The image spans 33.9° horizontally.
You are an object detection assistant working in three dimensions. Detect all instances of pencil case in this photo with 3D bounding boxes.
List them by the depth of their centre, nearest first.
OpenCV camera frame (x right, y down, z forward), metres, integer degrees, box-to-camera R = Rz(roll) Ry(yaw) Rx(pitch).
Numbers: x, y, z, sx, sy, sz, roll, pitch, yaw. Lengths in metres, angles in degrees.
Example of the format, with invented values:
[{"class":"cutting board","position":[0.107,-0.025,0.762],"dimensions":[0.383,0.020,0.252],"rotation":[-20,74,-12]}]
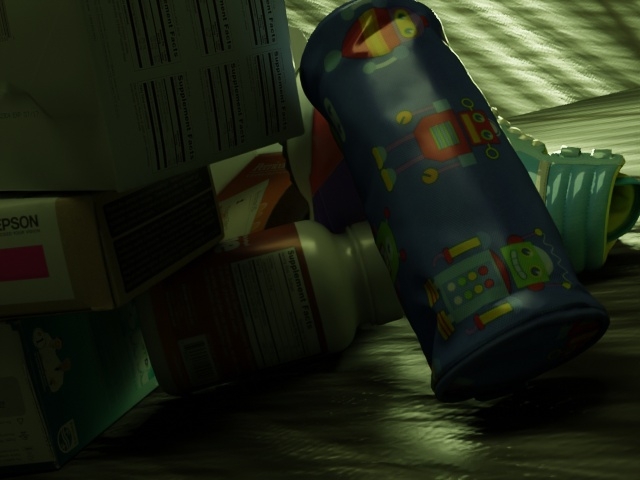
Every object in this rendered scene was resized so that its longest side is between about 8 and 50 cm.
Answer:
[{"class":"pencil case","position":[0.081,-0.033,0.736],"dimensions":[0.120,0.306,0.133],"rotation":[-13,-32,-15]}]

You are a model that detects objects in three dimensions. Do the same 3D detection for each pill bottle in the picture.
[{"class":"pill bottle","position":[-0.044,0.051,0.912],"dimensions":[0.216,0.121,0.121],"rotation":[-15,8,-3]}]

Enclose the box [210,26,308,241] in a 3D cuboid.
[{"class":"box","position":[-0.150,-0.064,1.161],"dimensions":[0.345,0.168,0.215],"rotation":[-42,-16,33]}]

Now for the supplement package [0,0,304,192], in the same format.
[{"class":"supplement package","position":[-0.155,-0.130,0.800],"dimensions":[0.194,0.149,0.203],"rotation":[3,18,38]}]

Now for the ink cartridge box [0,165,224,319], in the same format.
[{"class":"ink cartridge box","position":[-0.224,-0.005,0.843],"dimensions":[0.235,0.088,0.193],"rotation":[-5,13,20]}]

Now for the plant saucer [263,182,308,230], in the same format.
[{"class":"plant saucer","position":[0.000,0.000,1.110],"dimensions":[0.029,0.168,0.168],"rotation":[27,34,34]}]

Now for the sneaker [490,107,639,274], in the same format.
[{"class":"sneaker","position":[0.200,-0.070,1.042],"dimensions":[0.208,0.127,0.319],"rotation":[-8,46,5]}]

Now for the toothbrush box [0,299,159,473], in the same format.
[{"class":"toothbrush box","position":[-0.267,0.098,0.944],"dimensions":[0.217,0.126,0.295],"rotation":[-9,11,17]}]

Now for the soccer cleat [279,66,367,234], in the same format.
[{"class":"soccer cleat","position":[0.046,-0.034,0.984],"dimensions":[0.117,0.318,0.108],"rotation":[9,56,17]}]
